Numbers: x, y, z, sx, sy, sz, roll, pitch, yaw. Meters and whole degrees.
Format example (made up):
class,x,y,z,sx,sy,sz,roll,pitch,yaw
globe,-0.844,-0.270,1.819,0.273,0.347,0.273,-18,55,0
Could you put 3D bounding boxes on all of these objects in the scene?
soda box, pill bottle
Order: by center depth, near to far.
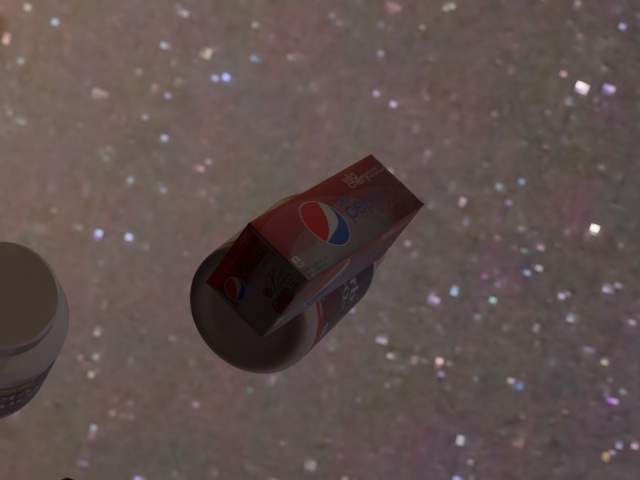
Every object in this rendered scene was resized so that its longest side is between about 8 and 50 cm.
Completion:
class,x,y,z,sx,sy,sz,roll,pitch,yaw
pill bottle,-0.217,0.059,1.051,0.169,0.094,0.094,132,-33,-66
soda box,0.000,0.000,1.612,0.083,0.263,0.092,43,-58,9
pill bottle,-0.036,0.045,2.494,0.210,0.210,0.363,-54,174,31

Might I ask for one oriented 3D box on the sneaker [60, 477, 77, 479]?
class,x,y,z,sx,sy,sz,roll,pitch,yaw
sneaker,-0.180,0.212,1.148,0.118,0.042,0.067,112,-21,-64
